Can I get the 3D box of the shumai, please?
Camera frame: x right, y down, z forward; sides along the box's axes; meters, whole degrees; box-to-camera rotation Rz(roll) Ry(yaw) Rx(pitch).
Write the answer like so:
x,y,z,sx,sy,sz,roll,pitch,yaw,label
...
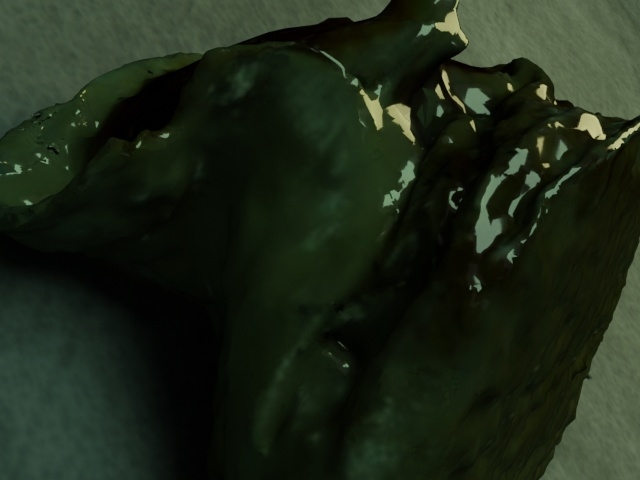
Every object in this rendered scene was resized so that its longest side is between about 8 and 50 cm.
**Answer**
x,y,z,sx,sy,sz,roll,pitch,yaw,label
0.000,0.000,0.742,0.288,0.292,0.330,23,15,20,shumai
